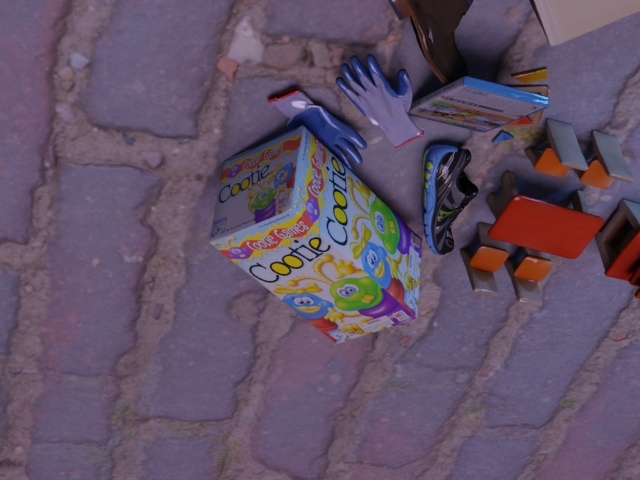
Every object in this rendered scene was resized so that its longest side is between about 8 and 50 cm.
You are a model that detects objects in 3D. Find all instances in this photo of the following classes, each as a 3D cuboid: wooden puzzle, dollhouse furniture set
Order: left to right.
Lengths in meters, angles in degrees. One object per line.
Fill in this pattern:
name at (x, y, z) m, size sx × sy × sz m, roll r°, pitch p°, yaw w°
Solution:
wooden puzzle at (0.264, -0.177, 1.564) m, size 0.078 × 0.014 × 0.116 m, roll -5°, pitch 134°, yaw -4°
dollhouse furniture set at (0.363, -0.007, 1.657) m, size 0.259 × 0.135 × 0.262 m, roll 13°, pitch 130°, yaw -20°

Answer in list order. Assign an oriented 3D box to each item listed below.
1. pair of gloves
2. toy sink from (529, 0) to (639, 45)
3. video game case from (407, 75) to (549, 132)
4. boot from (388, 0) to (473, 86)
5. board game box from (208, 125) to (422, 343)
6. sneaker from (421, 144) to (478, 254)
pair of gloves at (0.039, -0.159, 1.516) m, size 0.198 × 0.023 × 0.159 m, roll -20°, pitch 132°, yaw 27°
toy sink at (0.335, -0.344, 1.322) m, size 0.234 × 0.153 × 0.131 m, roll -23°, pitch 133°, yaw 11°
video game case at (0.196, -0.170, 1.488) m, size 0.119 × 0.015 × 0.166 m, roll 11°, pitch 170°, yaw -19°
boot at (0.157, -0.270, 1.409) m, size 0.106 × 0.082 × 0.219 m, roll -28°, pitch 137°, yaw 14°
board game box at (0.000, 0.000, 1.580) m, size 0.144 × 0.142 × 0.275 m, roll -21°, pitch 134°, yaw 32°
sneaker at (0.180, -0.051, 1.633) m, size 0.078 × 0.067 × 0.188 m, roll -1°, pitch 131°, yaw 1°
